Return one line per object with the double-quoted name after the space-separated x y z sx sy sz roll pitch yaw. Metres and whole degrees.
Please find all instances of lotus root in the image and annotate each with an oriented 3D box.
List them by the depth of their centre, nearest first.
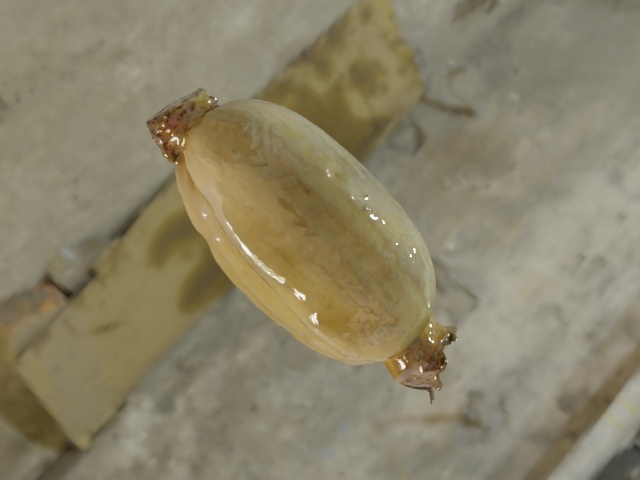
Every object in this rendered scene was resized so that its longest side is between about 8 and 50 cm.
0.000 0.000 0.584 0.062 0.150 0.073 -47 -173 -22 "lotus root"
